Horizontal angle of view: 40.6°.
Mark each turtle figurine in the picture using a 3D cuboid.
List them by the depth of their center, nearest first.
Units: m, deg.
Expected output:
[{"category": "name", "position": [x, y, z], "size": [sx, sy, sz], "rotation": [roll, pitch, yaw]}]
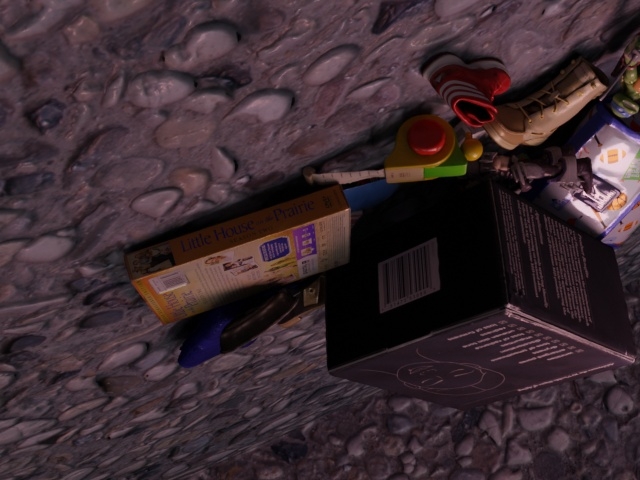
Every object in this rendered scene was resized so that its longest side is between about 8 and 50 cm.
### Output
[{"category": "turtle figurine", "position": [0.654, -0.320, 1.573], "size": [0.266, 0.198, 0.275], "rotation": [-59, 173, 17]}]

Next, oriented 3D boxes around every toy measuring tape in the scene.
[{"category": "toy measuring tape", "position": [0.132, -0.169, 1.597], "size": [0.330, 0.121, 0.121], "rotation": [-4, 159, 5]}]

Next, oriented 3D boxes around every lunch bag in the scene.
[{"category": "lunch bag", "position": [0.654, -0.147, 2.000], "size": [0.385, 0.239, 0.328], "rotation": [5, 133, -44]}]

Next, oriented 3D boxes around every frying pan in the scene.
[{"category": "frying pan", "position": [-0.087, 0.131, 1.825], "size": [0.326, 0.053, 0.197], "rotation": [-38, -171, -25]}]

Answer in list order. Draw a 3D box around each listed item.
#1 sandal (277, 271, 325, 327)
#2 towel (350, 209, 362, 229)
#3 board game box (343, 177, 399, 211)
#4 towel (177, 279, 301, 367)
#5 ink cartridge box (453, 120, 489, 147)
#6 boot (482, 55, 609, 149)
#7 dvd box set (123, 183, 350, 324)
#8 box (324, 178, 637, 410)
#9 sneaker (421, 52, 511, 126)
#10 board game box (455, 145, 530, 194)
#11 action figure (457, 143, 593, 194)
[{"category": "sandal", "position": [-0.034, 0.120, 2.053], "size": [0.240, 0.088, 0.079], "rotation": [-39, 135, 19]}, {"category": "towel", "position": [0.000, 0.000, 1.886], "size": [0.144, 0.029, 0.197], "rotation": [-14, 156, -31]}, {"category": "board game box", "position": [0.073, -0.098, 1.742], "size": [0.169, 0.033, 0.133], "rotation": [-15, 162, -14]}, {"category": "towel", "position": [-0.196, 0.177, 2.026], "size": [0.228, 0.076, 0.308], "rotation": [-17, 157, -41]}, {"category": "ink cartridge box", "position": [0.291, -0.201, 1.765], "size": [0.145, 0.045, 0.179], "rotation": [-44, 171, 36]}, {"category": "boot", "position": [0.434, -0.267, 1.666], "size": [0.262, 0.095, 0.203], "rotation": [-6, 152, -50]}, {"category": "dvd box set", "position": [-0.146, 0.037, 1.702], "size": [0.421, 0.062, 0.307], "rotation": [-19, 160, -5]}, {"category": "box", "position": [0.338, 0.149, 1.891], "size": [0.472, 0.297, 0.480], "rotation": [24, 143, -38]}, {"category": "sneaker", "position": [0.275, -0.245, 1.496], "size": [0.221, 0.128, 0.087], "rotation": [-6, 151, -42]}, {"category": "board game box", "position": [0.399, -0.135, 2.001], "size": [0.170, 0.048, 0.141], "rotation": [-28, 157, 1]}, {"category": "action figure", "position": [0.407, -0.143, 1.768], "size": [0.285, 0.099, 0.185], "rotation": [-2, -168, -13]}]
